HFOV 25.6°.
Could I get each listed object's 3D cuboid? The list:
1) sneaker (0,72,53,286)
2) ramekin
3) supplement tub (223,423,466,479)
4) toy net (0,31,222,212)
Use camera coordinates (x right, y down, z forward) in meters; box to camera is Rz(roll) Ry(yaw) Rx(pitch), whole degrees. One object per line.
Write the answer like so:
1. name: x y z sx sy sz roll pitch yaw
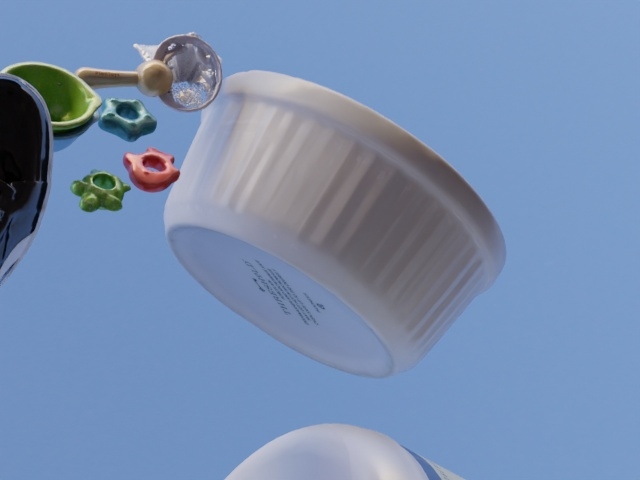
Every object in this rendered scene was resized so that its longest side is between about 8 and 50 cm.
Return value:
1. sneaker: -0.192 0.015 0.714 0.079 0.121 0.216 26 -93 -15
2. ramekin: 0.000 0.000 1.113 0.273 0.273 0.127 38 -110 -17
3. supplement tub: 0.083 0.272 0.842 0.325 0.235 0.235 31 -108 -28
4. toy net: -0.124 -0.101 0.998 0.122 0.045 0.232 33 -142 14
